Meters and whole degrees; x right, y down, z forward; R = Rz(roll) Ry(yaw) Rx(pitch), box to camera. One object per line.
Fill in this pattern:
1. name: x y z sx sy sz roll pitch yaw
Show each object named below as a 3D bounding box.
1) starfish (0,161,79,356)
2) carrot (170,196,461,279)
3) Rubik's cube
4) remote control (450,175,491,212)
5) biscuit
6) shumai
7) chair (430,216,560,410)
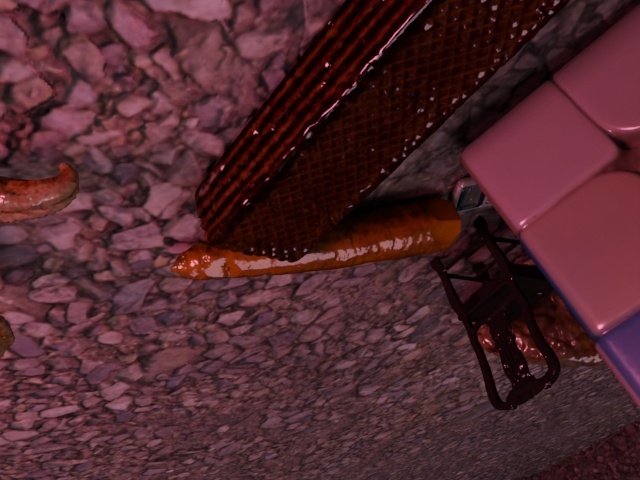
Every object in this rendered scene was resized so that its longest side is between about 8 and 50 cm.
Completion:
1. starfish: -0.349 -0.007 0.403 0.327 0.094 0.375 -36 139 5
2. carrot: 0.000 0.000 0.644 0.314 0.066 0.066 -8 145 -14
3. Rubik's cube: 0.407 -0.015 0.566 0.344 0.347 0.346 -40 141 19
4. remote control: 0.209 -0.063 0.702 0.124 0.018 0.053 -12 144 -13
5. biscuit: 0.045 -0.122 0.477 0.107 0.073 0.388 13 135 -42
6. shumai: 0.319 0.099 0.871 0.161 0.153 0.209 12 173 -39
7. chair: 0.237 0.091 0.749 0.113 0.229 0.106 8 138 -33
